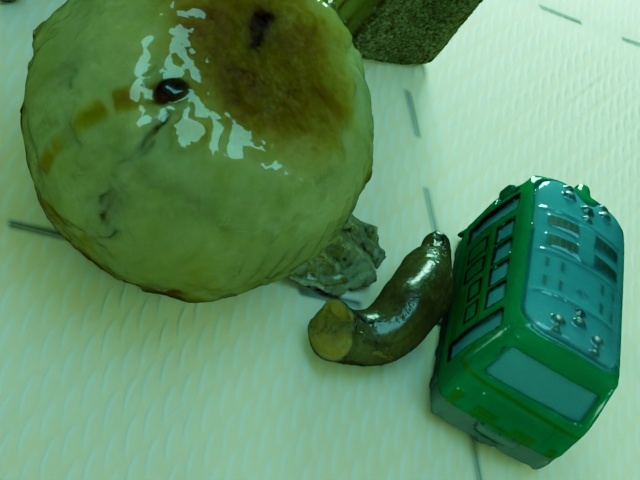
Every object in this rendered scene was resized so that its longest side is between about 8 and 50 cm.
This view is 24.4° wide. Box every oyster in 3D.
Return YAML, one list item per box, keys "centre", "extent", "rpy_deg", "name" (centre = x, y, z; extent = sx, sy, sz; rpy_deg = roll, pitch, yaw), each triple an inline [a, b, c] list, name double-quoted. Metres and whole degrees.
- centre: [0.002, -0.006, 1.757]
  extent: [0.209, 0.072, 0.133]
  rpy_deg: [15, 50, -29]
  name: "oyster"

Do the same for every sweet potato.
- centre: [0.092, 0.065, 1.740]
  extent: [0.112, 0.085, 0.286]
  rpy_deg: [40, 45, 7]
  name: "sweet potato"

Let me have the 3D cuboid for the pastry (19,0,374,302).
- centre: [-0.138, -0.115, 1.563]
  extent: [0.388, 0.312, 0.388]
  rpy_deg: [12, 62, -24]
  name: "pastry"

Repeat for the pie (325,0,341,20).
- centre: [-0.022, -0.275, 1.845]
  extent: [0.339, 0.083, 0.339]
  rpy_deg: [-21, 90, -78]
  name: "pie"

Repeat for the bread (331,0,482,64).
- centre: [0.130, -0.349, 2.028]
  extent: [0.184, 0.234, 0.110]
  rpy_deg: [-4, 61, -37]
  name: "bread"

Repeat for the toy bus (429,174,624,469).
- centre: [0.259, 0.080, 1.780]
  extent: [0.183, 0.199, 0.343]
  rpy_deg: [28, 41, -12]
  name: "toy bus"
